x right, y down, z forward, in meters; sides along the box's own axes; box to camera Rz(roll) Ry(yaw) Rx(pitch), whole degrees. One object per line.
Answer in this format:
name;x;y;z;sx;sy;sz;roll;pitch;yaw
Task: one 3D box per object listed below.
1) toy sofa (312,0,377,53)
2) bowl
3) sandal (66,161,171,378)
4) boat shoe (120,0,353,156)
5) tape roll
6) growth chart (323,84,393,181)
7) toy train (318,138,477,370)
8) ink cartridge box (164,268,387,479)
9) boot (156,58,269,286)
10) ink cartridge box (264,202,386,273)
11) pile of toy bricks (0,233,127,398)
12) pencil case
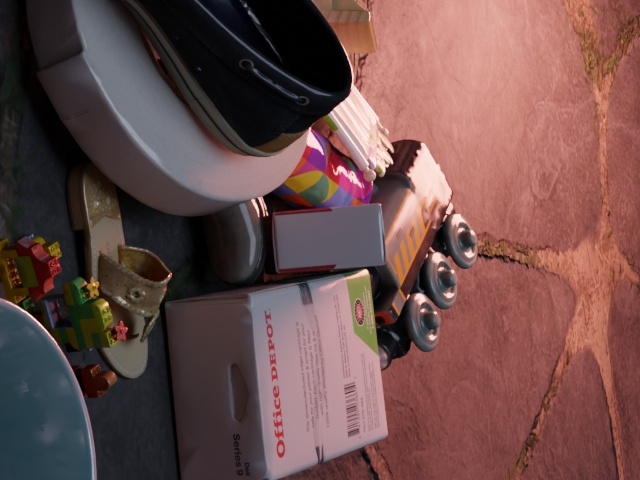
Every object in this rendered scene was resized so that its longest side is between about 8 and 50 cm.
toy sofa;-0.021;-0.412;2.237;0.150;0.177;0.362;61;28;-80
bowl;-0.341;0.202;1.509;0.311;0.163;0.311;14;74;-60
sandal;-0.196;0.032;1.884;0.088;0.079;0.240;-35;115;-57
boat shoe;-0.138;-0.301;1.798;0.500;0.156;0.187;53;41;-22
tape roll;-0.152;-0.218;1.936;0.392;0.072;0.392;27;55;-46
growth chart;0.040;-0.156;2.288;0.172;0.021;0.237;56;15;-13
toy train;0.091;0.018;2.354;0.190;0.142;0.334;59;36;-24
ink cartridge box;-0.047;0.152;2.087;0.289;0.122;0.211;-7;92;-61
boot;-0.143;-0.072;2.016;0.161;0.083;0.246;6;74;-54
ink cartridge box;0.000;0.000;2.119;0.175;0.127;0.072;169;-85;-83
pile of toy bricks;-0.240;0.084;1.770;0.118;0.105;0.212;-40;120;-56
pencil case;-0.026;-0.098;2.194;0.236;0.104;0.104;39;52;-54
